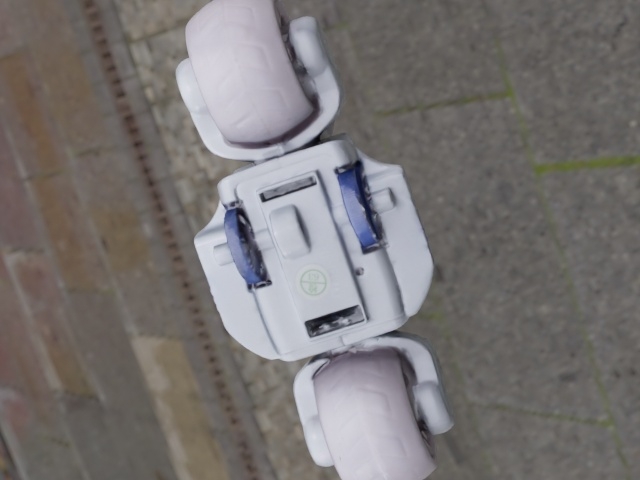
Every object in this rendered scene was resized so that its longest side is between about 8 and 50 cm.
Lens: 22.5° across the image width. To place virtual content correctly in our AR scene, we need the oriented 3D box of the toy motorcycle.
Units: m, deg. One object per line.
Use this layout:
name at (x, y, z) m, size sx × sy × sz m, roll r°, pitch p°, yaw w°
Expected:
toy motorcycle at (0.000, 0.000, 0.789) m, size 0.112 × 0.112 × 0.254 m, roll -4°, pitch 108°, yaw 63°
